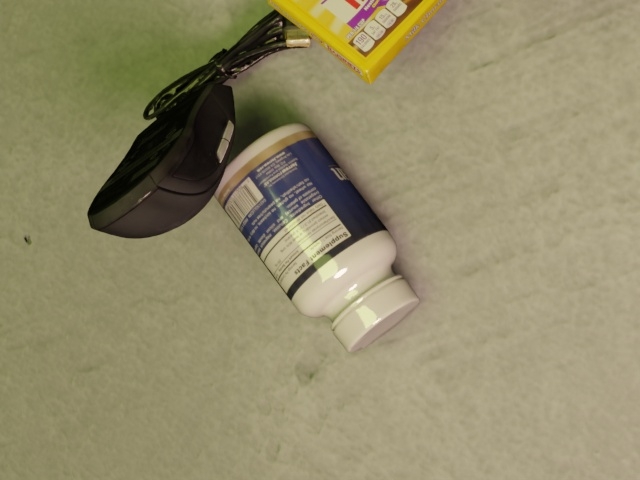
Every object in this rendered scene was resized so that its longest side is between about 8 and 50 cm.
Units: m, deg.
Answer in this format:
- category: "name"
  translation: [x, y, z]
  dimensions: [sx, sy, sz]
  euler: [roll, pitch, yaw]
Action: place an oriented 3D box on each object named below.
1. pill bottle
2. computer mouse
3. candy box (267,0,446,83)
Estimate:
- category: "pill bottle"
  translation: [0.000, 0.000, 1.231]
  dimensions: [0.094, 0.094, 0.169]
  euler: [-42, 77, 23]
- category: "computer mouse"
  translation: [-0.072, -0.088, 1.196]
  dimensions: [0.184, 0.262, 0.060]
  euler: [-34, 108, 21]
- category: "candy box"
  translation: [0.065, -0.223, 1.171]
  dimensions: [0.105, 0.027, 0.206]
  euler: [39, 82, 20]
